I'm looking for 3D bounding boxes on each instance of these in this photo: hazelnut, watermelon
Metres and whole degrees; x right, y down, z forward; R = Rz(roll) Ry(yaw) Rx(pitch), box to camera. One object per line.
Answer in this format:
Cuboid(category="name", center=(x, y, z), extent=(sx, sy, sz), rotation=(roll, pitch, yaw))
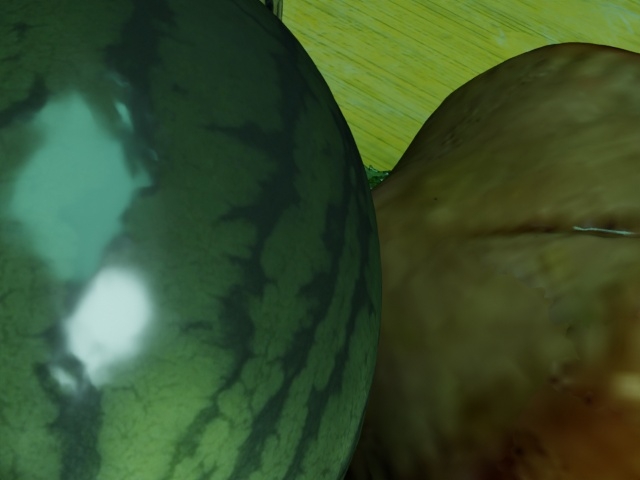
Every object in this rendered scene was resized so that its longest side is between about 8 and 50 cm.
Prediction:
Cuboid(category="hazelnut", center=(0.173, 0.070, 0.727), extent=(0.372, 0.315, 0.372), rotation=(31, 35, -24))
Cuboid(category="watermelon", center=(-0.111, 0.009, 0.588), extent=(0.278, 0.279, 0.359), rotation=(6, 47, -8))

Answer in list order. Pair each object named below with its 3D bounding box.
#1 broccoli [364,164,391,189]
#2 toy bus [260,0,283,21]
Cuboid(category="broccoli", center=(0.000, 0.000, 0.884), extent=(0.145, 0.162, 0.138), rotation=(6, 58, -52))
Cuboid(category="toy bus", center=(-0.222, -0.179, 1.003), extent=(0.365, 0.177, 0.202), rotation=(20, 45, 13))
